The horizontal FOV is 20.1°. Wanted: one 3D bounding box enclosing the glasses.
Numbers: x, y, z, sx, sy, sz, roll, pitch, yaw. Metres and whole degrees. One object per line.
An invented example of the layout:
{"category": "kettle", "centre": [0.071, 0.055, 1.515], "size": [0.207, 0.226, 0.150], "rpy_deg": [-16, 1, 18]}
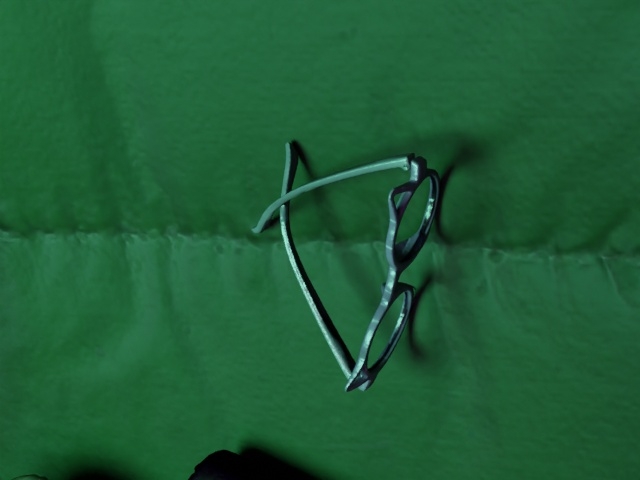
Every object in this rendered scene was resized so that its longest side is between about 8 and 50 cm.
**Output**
{"category": "glasses", "centre": [0.000, 0.000, 0.956], "size": [0.103, 0.062, 0.140], "rpy_deg": [25, 121, 19]}

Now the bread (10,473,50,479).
{"category": "bread", "centre": [-0.190, 0.245, 1.135], "size": [0.337, 0.102, 0.183], "rpy_deg": [-28, 85, 48]}

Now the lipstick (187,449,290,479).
{"category": "lipstick", "centre": [0.048, 0.213, 1.016], "size": [0.299, 0.081, 0.081], "rpy_deg": [27, 123, 18]}
